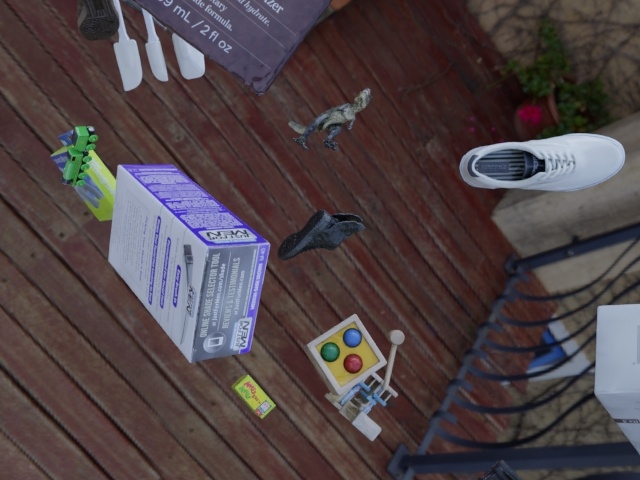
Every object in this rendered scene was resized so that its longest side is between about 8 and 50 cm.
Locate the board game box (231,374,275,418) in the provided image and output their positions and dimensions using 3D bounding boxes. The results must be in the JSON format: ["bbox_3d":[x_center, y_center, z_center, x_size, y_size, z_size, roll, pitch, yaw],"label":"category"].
[{"bbox_3d":[-0.159,0.361,1.654,0.043,0.181,0.092,-41,88,-15],"label":"board game box"}]

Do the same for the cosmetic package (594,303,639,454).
[{"bbox_3d":[0.601,0.249,1.156,0.385,0.217,0.156,44,50,-41],"label":"cosmetic package"}]

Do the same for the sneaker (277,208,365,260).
[{"bbox_3d":[-0.001,-0.002,1.426,0.089,0.170,0.051,33,25,-33],"label":"sneaker"}]

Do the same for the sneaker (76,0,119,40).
[{"bbox_3d":[-0.356,-0.389,1.128,0.066,0.188,0.071,-7,77,-18],"label":"sneaker"}]

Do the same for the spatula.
[{"bbox_3d":[-0.295,-0.392,1.230,0.019,0.168,0.241,-36,118,-64],"label":"spatula"}]

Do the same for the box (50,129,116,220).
[{"bbox_3d":[-0.435,-0.120,1.342,0.042,0.109,0.178,-46,116,-30],"label":"box"}]

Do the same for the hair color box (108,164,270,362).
[{"bbox_3d":[-0.219,0.020,1.116,0.110,0.339,0.185,-4,117,-35],"label":"hair color box"}]

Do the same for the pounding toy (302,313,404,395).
[{"bbox_3d":[0.099,0.250,1.546,0.206,0.094,0.181,-31,84,-14],"label":"pounding toy"}]

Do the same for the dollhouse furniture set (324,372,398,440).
[{"bbox_3d":[0.124,0.400,1.734,0.129,0.184,0.129,44,82,-20],"label":"dollhouse furniture set"}]

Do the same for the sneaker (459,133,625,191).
[{"bbox_3d":[0.355,-0.116,1.129,0.091,0.258,0.094,-61,144,-79],"label":"sneaker"}]

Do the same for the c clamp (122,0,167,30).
[{"bbox_3d":[-0.375,-0.469,1.348,0.022,0.137,0.161,-53,139,2],"label":"c clamp"}]

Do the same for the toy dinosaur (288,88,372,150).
[{"bbox_3d":[0.008,-0.246,1.536,0.064,0.268,0.118,46,53,-29],"label":"toy dinosaur"}]

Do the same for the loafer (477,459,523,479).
[{"bbox_3d":[0.241,0.284,0.673,0.078,0.223,0.076,-53,134,-14],"label":"loafer"}]

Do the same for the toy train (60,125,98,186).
[{"bbox_3d":[-0.243,-0.083,0.714,0.024,0.083,0.017,-9,58,-37],"label":"toy train"}]

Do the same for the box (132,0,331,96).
[{"bbox_3d":[-0.085,-0.286,0.693,0.168,0.167,0.203,32,99,-35],"label":"box"}]
